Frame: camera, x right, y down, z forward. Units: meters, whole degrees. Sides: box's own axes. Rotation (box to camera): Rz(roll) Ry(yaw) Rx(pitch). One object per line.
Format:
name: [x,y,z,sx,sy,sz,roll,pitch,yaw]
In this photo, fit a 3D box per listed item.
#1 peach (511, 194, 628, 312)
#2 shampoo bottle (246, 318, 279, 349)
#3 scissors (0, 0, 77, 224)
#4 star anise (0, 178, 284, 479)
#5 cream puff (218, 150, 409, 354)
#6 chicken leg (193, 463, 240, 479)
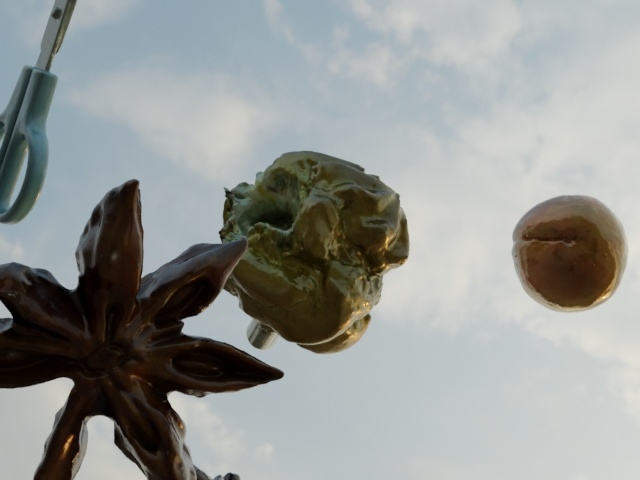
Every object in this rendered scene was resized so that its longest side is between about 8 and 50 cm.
peach: [0.373,0.017,1.173,0.184,0.184,0.184,9,-52,11]
shampoo bottle: [-0.073,0.116,1.203,0.056,0.056,0.195,25,-28,-2]
scissors: [-0.335,-0.240,0.969,0.029,0.192,0.447,17,-84,-43]
star anise: [-0.128,0.063,0.497,0.212,0.111,0.196,29,-87,-7]
cream puff: [0.004,0.004,0.791,0.194,0.221,0.195,-5,-56,-7]
chicken leg: [-0.105,0.243,0.732,0.048,0.089,0.219,-28,-41,7]
